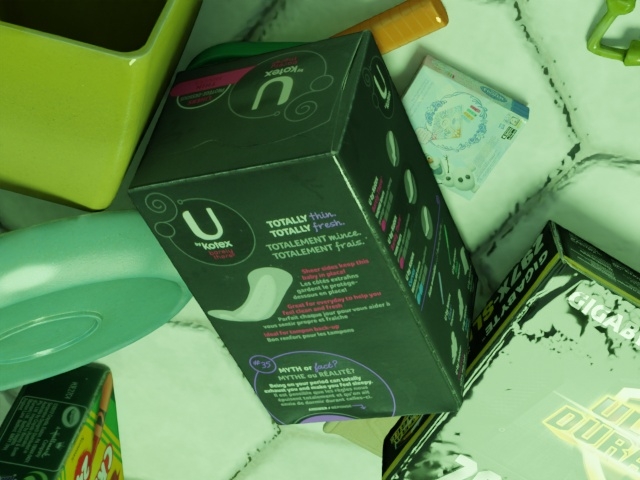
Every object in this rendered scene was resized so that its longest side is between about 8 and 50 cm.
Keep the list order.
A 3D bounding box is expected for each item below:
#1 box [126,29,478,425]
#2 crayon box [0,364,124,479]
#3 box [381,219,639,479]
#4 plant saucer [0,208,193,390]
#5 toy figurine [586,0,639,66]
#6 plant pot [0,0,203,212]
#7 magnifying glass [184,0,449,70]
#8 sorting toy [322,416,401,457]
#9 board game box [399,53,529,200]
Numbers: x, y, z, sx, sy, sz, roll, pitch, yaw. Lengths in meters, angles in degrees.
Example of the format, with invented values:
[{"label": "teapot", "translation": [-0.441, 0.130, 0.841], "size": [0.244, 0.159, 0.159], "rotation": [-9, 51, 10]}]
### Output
[{"label": "box", "translation": [0.000, 0.000, 0.919], "size": [0.165, 0.143, 0.270], "rotation": [-8, 132, 23]}, {"label": "crayon box", "translation": [-0.263, 0.300, 1.208], "size": [0.081, 0.202, 0.318], "rotation": [9, 130, 7]}, {"label": "box", "translation": [0.250, 0.171, 1.013], "size": [0.322, 0.079, 0.257], "rotation": [30, 114, -11]}, {"label": "plant saucer", "translation": [-0.229, 0.063, 0.972], "size": [0.317, 0.317, 0.043], "rotation": [-31, 71, 32]}, {"label": "toy figurine", "translation": [0.300, -0.160, 0.691], "size": [0.191, 0.217, 0.362], "rotation": [24, 129, -5]}, {"label": "plant pot", "translation": [-0.194, -0.144, 0.846], "size": [0.212, 0.212, 0.187], "rotation": [14, 137, 3]}, {"label": "magnifying glass", "translation": [-0.011, -0.131, 0.920], "size": [0.231, 0.026, 0.092], "rotation": [-20, 121, 29]}, {"label": "sorting toy", "translation": [0.134, 0.156, 1.103], "size": [0.208, 0.038, 0.193], "rotation": [27, 129, -13]}, {"label": "board game box", "translation": [0.098, -0.085, 0.928], "size": [0.090, 0.020, 0.090], "rotation": [26, 129, -8]}]
